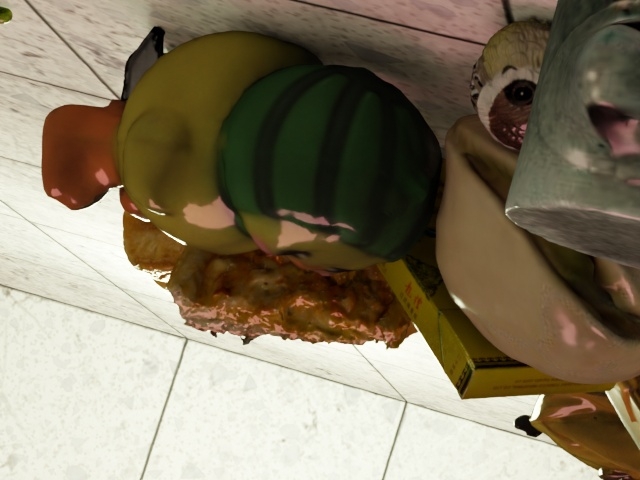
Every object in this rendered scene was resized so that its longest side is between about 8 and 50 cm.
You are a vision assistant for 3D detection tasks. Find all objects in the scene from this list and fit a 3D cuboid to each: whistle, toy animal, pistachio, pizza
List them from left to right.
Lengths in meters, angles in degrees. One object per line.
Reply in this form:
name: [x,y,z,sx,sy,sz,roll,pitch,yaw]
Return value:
toy animal: [-0.146,-0.146,1.794,0.105,0.070,0.202,1,170,-16]
toy animal: [-0.054,-0.080,1.618,0.338,0.191,0.216,10,176,38]
pizza: [0.020,0.009,1.768,0.226,0.335,0.086,44,145,38]
toy animal: [0.150,-0.108,1.406,0.098,0.098,0.137,21,170,-15]
pistachio: [0.193,-0.001,1.486,0.226,0.208,0.332,44,-169,-22]
whistle: [0.288,-0.053,1.269,0.404,0.168,0.188,19,172,-30]

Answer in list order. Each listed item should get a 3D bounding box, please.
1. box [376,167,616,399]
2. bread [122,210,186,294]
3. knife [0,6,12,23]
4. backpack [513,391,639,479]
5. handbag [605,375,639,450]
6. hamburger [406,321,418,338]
box: [0.131,0.030,1.656,0.153,0.041,0.279,0,-142,-29]
bread: [-0.133,0.019,2.462,0.166,0.132,0.294,12,167,25]
knife: [-0.371,-0.229,1.861,0.184,0.022,0.026,13,143,30]
backpack: [0.448,0.246,2.483,0.378,0.201,0.353,14,170,31]
handbag: [0.319,0.139,1.753,0.133,0.401,0.283,-31,151,10]
hamburger: [0.000,0.000,2.039,0.289,0.170,0.314,23,172,9]
